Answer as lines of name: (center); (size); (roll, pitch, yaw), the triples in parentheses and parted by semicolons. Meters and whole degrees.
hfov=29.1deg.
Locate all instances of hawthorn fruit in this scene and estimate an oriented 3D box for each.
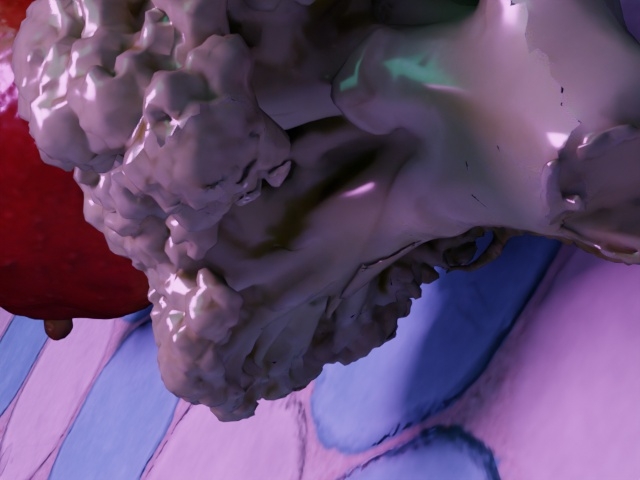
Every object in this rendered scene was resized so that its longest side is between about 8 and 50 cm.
hawthorn fruit: (-0.182, -0.063, 0.936); (0.265, 0.265, 0.307); (-98, 21, -58)

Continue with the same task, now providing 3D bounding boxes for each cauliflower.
cauliflower: (0.013, -0.076, 0.484); (0.281, 0.260, 0.327); (-150, 64, -72)
